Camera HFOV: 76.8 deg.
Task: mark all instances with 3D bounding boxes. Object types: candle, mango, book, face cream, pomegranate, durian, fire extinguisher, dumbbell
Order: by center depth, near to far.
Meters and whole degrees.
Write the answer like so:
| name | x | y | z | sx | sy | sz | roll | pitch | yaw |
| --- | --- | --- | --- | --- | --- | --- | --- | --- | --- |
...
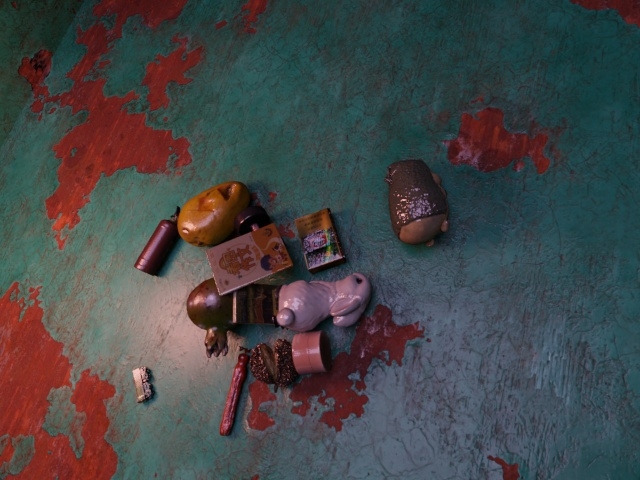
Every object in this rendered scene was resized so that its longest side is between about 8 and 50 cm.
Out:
| name | x | y | z | sx | sy | sz | roll | pitch | yaw |
| --- | --- | --- | --- | --- | --- | --- | --- | --- | --- |
| face cream | -0.030 | 0.408 | 1.469 | 0.104 | 0.149 | 0.149 | -11 | 67 | 14 |
| durian | -0.169 | 0.464 | 1.490 | 0.196 | 0.167 | 0.196 | -1 | 87 | 19 |
| candle | -0.327 | 0.579 | 1.556 | 0.051 | 0.048 | 0.329 | 1 | 71 | 32 |
| book | -0.277 | 0.068 | 1.558 | 0.296 | 0.020 | 0.207 | -23 | 63 | -8 |
| book | -0.231 | 0.247 | 1.571 | 0.024 | 0.228 | 0.160 | -31 | 57 | 48 |
| pomegranate | -0.383 | 0.286 | 1.580 | 0.242 | 0.242 | 0.306 | -34 | 61 | 2 |
| dumbbell | -0.256 | -0.023 | 1.702 | 0.152 | 0.152 | 0.218 | -34 | 64 | 3 |
| mango | -0.467 | -0.124 | 1.804 | 0.365 | 0.182 | 0.253 | -43 | 60 | -14 |
| fire extinguisher | -0.740 | -0.011 | 1.885 | 0.138 | 0.102 | 0.344 | 9 | 69 | 56 |

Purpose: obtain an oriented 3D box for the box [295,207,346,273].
| name | x | y | z | sx | sy | sz | roll | pitch | yaw |
| --- | --- | --- | --- | --- | --- | --- | --- | --- | --- |
| box | 0.000 | 0.000 | 1.660 | 0.159 | 0.071 | 0.240 | -20 | 66 | 7 |

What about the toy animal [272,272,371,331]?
| name | x | y | z | sx | sy | sz | roll | pitch | yaw |
| --- | --- | --- | --- | --- | --- | --- | --- | --- | --- |
| toy animal | 0.016 | 0.230 | 1.500 | 0.358 | 0.193 | 0.258 | -11 | 25 | 8 |

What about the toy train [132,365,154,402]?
| name | x | y | z | sx | sy | sz | roll | pitch | yaw |
| --- | --- | --- | --- | --- | --- | --- | --- | --- | --- |
| toy train | -0.740 | 0.596 | 1.681 | 0.071 | 0.038 | 0.147 | -27 | 64 | 5 |

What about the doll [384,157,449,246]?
| name | x | y | z | sx | sy | sz | roll | pitch | yaw |
| --- | --- | --- | --- | --- | --- | --- | --- | --- | --- |
| doll | 0.367 | -0.157 | 1.531 | 0.247 | 0.247 | 0.349 | -19 | 59 | 10 |
